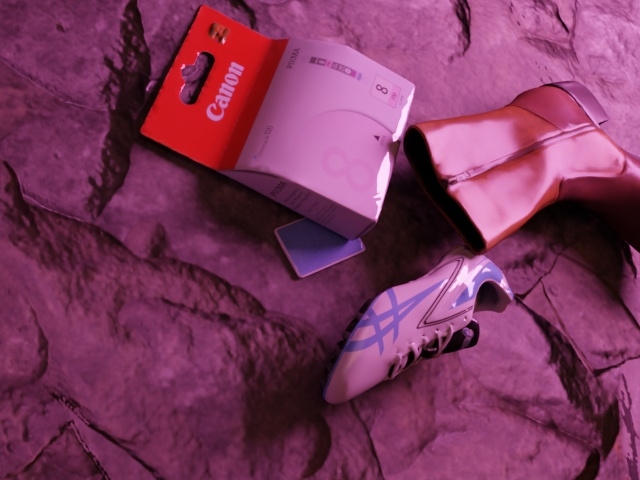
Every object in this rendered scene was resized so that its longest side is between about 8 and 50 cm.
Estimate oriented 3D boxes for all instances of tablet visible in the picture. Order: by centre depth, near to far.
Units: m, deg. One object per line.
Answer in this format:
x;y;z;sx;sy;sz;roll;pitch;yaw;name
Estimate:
0.000;0.000;0.964;0.083;0.006;0.054;-23;78;-32;tablet

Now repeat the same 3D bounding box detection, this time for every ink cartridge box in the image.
-0.032;-0.129;0.977;0.232;0.066;0.189;29;55;-16;ink cartridge box

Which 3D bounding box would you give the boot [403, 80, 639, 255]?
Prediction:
0.251;-0.045;1.029;0.280;0.096;0.264;-23;77;-42;boot

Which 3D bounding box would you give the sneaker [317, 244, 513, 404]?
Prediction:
0.092;0.081;0.919;0.086;0.085;0.237;40;51;22;sneaker
